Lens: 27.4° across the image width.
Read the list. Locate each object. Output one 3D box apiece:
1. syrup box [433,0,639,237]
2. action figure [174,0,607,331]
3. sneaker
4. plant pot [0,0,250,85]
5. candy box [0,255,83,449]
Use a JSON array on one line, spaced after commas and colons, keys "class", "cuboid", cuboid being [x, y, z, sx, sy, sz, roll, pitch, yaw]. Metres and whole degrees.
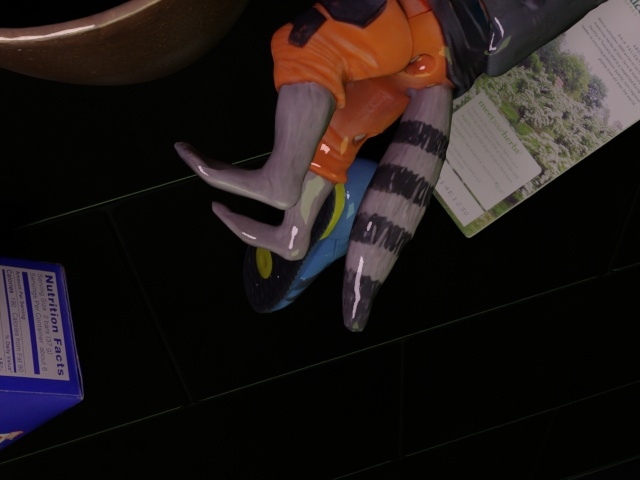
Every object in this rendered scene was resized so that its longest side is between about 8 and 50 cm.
[{"class": "syrup box", "cuboid": [0.179, -0.110, 0.955, 0.237, 0.093, 0.096, -38, 179, 33]}, {"class": "action figure", "cuboid": [0.077, -0.111, 0.785, 0.330, 0.178, 0.341, -46, 160, -5]}, {"class": "sneaker", "cuboid": [0.000, 0.000, 1.122, 0.082, 0.069, 0.209, -7, 153, -32]}, {"class": "plant pot", "cuboid": [-0.105, -0.157, 0.598, 0.215, 0.215, 0.230, -19, 169, -1]}, {"class": "candy box", "cuboid": [-0.376, 0.097, 0.945, 0.317, 0.122, 0.268, 11, 149, -40]}]
